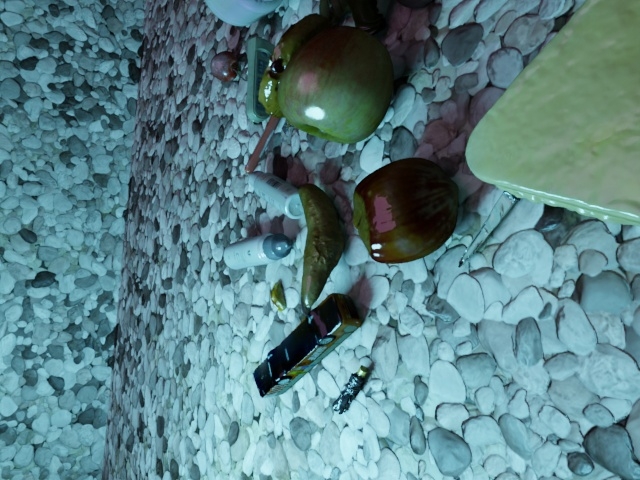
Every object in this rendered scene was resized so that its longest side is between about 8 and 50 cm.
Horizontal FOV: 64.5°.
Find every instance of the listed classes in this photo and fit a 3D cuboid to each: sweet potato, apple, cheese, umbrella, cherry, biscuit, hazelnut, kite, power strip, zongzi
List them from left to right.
[{"bbox_3d":[-0.311,-0.615,1.794,0.226,0.090,0.106,19,96,39],"label":"cherry"},{"bbox_3d":[-0.196,-0.510,1.618,0.048,0.080,0.285,-2,83,52],"label":"power strip"},{"bbox_3d":[-0.096,-0.336,1.520,0.078,0.002,0.044,44,119,48],"label":"kite"},{"bbox_3d":[-0.049,-0.432,1.282,0.075,0.296,0.295,33,117,7],"label":"biscuit"},{"bbox_3d":[0.003,-0.003,1.253,0.114,0.092,0.341,-14,62,20],"label":"sweet potato"},{"bbox_3d":[0.037,-0.346,1.134,0.257,0.257,0.233,25,100,52],"label":"apple"},{"bbox_3d":[0.073,-0.600,1.303,0.189,0.081,0.177,23,125,38],"label":"zongzi"},{"bbox_3d":[0.069,0.341,1.155,0.143,0.037,0.040,-64,27,28],"label":"umbrella"},{"bbox_3d":[0.167,-0.058,1.000,0.181,0.181,0.211,104,157,-62],"label":"hazelnut"},{"bbox_3d":[0.384,-0.169,0.742,0.384,0.104,0.383,-11,75,47],"label":"cheese"}]

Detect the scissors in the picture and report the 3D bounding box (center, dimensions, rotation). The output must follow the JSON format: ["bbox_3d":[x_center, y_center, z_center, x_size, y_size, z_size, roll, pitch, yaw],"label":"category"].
[{"bbox_3d":[0.325,-0.069,0.889,0.299,0.022,0.109,-59,45,24],"label":"scissors"}]

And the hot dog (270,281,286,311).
[{"bbox_3d":[-0.125,0.160,1.448,0.030,0.034,0.090,-45,52,41],"label":"hot dog"}]

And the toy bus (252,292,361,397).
[{"bbox_3d":[-0.044,0.272,1.272,0.409,0.092,0.093,-48,51,37],"label":"toy bus"}]

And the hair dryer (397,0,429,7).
[{"bbox_3d":[0.235,-0.539,0.967,0.353,0.210,0.125,28,102,36],"label":"hair dryer"}]

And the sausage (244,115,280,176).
[{"bbox_3d":[-0.171,-0.305,1.540,0.034,0.034,0.253,20,82,53],"label":"sausage"}]

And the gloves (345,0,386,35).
[{"bbox_3d":[0.082,-0.600,1.147,0.135,0.107,0.268,-127,20,-57],"label":"gloves"}]

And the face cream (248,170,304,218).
[{"bbox_3d":[-0.130,-0.142,1.466,0.269,0.082,0.081,35,112,49],"label":"face cream"}]

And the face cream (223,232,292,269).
[{"bbox_3d":[-0.177,0.029,1.494,0.312,0.092,0.092,-14,73,51],"label":"face cream"}]

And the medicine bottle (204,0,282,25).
[{"bbox_3d":[-0.208,-0.817,1.550,0.302,0.241,0.240,2,85,53],"label":"medicine bottle"}]
